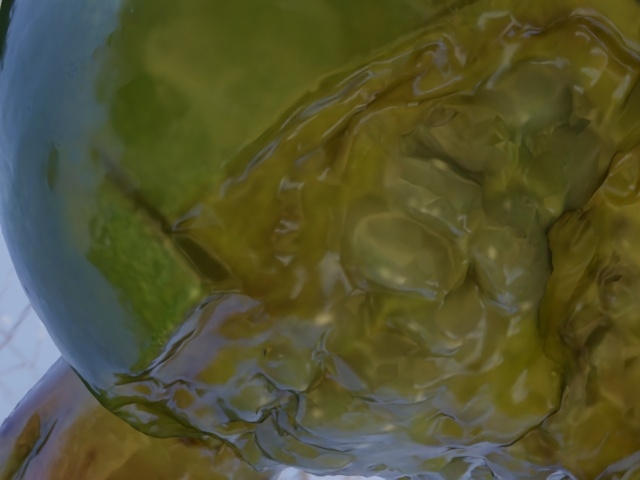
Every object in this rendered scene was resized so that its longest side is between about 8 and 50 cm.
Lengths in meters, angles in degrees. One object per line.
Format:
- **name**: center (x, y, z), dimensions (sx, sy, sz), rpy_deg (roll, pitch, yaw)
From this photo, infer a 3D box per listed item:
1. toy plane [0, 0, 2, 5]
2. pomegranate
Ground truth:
- **toy plane**: center (-0.131, -0.147, 0.695), dimensions (0.117, 0.245, 0.244), rpy_deg (47, -138, 5)
- **pomegranate**: center (0.000, 0.000, 0.495), dimensions (0.236, 0.302, 0.236), rpy_deg (30, -153, -17)
